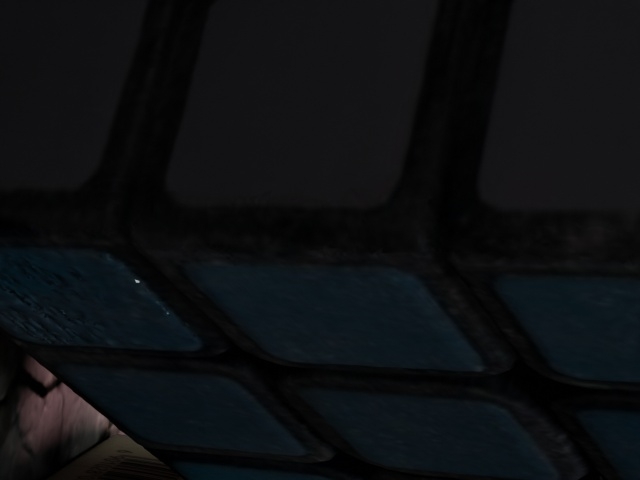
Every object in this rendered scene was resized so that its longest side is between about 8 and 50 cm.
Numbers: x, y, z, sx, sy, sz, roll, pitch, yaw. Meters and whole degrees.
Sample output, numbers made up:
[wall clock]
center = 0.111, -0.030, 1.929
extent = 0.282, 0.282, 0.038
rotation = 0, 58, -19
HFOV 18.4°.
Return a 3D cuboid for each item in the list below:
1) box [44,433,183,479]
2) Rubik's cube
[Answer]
[box]
center = -0.094, 0.226, 0.844
extent = 0.164, 0.069, 0.256
rotation = -26, 124, -76
[Rubik's cube]
center = 0.071, -0.067, 0.720
extent = 0.305, 0.301, 0.303
rotation = 46, 51, -55
